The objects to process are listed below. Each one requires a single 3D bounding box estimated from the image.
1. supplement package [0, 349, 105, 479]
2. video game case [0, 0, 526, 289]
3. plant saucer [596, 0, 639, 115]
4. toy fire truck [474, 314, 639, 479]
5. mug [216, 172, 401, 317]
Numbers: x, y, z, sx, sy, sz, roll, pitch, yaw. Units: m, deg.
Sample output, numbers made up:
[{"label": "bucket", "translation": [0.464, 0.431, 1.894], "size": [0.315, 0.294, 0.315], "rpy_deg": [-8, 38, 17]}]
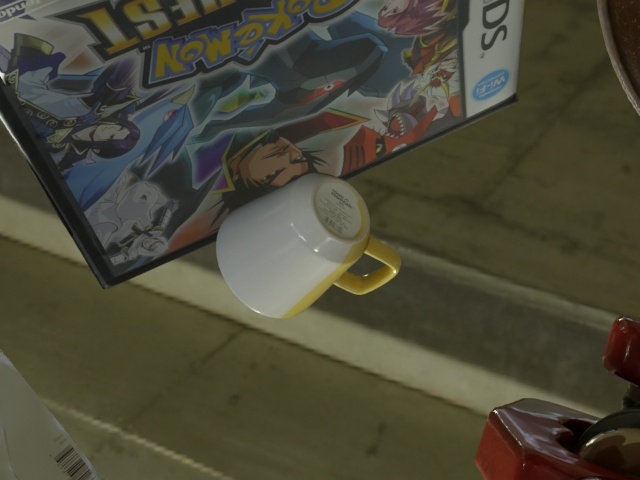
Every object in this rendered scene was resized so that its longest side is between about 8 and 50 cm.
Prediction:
[{"label": "supplement package", "translation": [-0.256, 0.230, 0.817], "size": [0.262, 0.145, 0.204], "rpy_deg": [52, -168, -1]}, {"label": "video game case", "translation": [-0.019, -0.096, 0.559], "size": [0.275, 0.248, 0.035], "rpy_deg": [-25, -118, -8]}, {"label": "plant saucer", "translation": [0.205, -0.106, 0.422], "size": [0.198, 0.199, 0.036], "rpy_deg": [13, -169, 10]}, {"label": "toy fire truck", "translation": [0.223, 0.149, 0.585], "size": [0.302, 0.169, 0.254], "rpy_deg": [18, -177, 24]}, {"label": "mug", "translation": [-0.003, -0.003, 0.550], "size": [0.078, 0.064, 0.062], "rpy_deg": [-9, -108, -41]}]
